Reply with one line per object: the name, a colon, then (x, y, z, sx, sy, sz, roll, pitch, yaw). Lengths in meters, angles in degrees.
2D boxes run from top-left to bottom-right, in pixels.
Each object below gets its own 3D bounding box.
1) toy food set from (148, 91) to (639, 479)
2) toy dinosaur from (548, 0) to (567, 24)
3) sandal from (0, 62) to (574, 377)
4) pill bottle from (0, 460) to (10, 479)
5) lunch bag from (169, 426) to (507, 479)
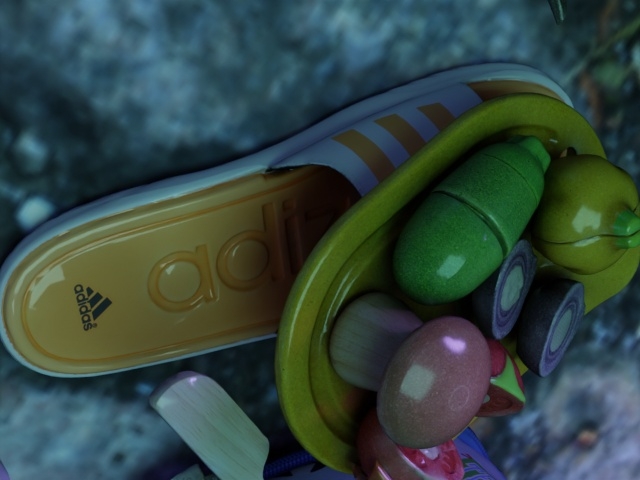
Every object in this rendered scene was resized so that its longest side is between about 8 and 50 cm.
toy food set: (0.056, 0.040, 0.647, 0.218, 0.071, 0.128, -42, 129, -17)
toy dinosaur: (0.158, -0.224, 0.637, 0.160, 0.121, 0.314, 1, 109, -18)
sandal: (0.001, 0.010, 0.695, 0.265, 0.076, 0.102, -20, 119, -15)
pill bottle: (-0.232, 0.192, 0.624, 0.161, 0.161, 0.283, 19, 104, -29)
lunch bag: (0.000, 0.230, 0.775, 0.243, 0.115, 0.303, -21, 120, -12)
